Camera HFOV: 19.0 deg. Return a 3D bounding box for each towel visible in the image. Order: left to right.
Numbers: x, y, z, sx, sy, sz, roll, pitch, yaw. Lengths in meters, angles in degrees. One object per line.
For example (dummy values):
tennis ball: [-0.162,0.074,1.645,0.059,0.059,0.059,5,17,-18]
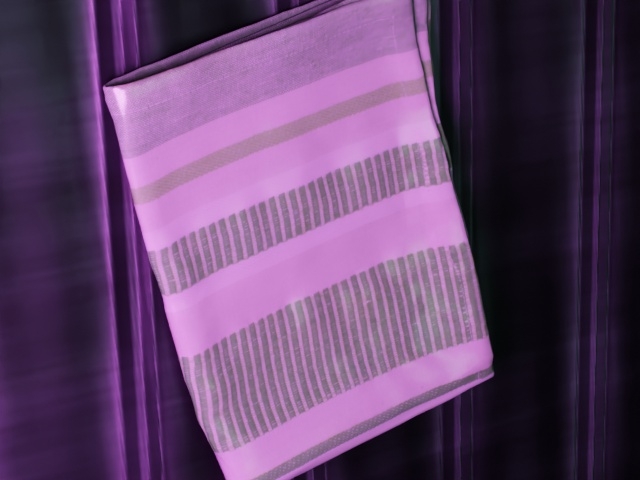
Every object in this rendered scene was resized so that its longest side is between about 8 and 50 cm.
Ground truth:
towel: [0.000,0.000,1.329,0.248,0.038,0.324,-25,118,-24]
